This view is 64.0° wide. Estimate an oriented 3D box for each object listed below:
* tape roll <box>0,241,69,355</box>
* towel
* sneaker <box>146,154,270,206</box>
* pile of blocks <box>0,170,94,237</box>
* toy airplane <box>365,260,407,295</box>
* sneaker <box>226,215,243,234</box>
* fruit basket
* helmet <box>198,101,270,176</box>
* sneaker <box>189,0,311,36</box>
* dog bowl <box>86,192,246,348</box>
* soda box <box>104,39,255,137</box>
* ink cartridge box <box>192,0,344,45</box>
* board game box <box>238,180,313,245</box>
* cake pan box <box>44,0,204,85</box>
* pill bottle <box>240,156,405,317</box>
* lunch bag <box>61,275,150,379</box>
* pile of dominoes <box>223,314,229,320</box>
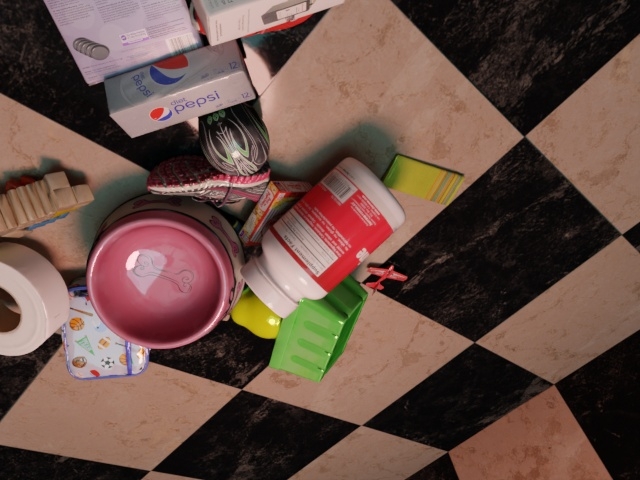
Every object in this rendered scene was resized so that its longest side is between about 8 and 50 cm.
[{"bbox_3d":[-0.801,0.152,1.312,0.285,0.100,0.287,3,112,7],"label":"tape roll"},{"bbox_3d":[0.291,-0.171,1.449,0.237,0.021,0.102,13,120,-24],"label":"towel"},{"bbox_3d":[-0.272,-0.135,1.262,0.298,0.121,0.112,-3,134,-14],"label":"sneaker"},{"bbox_3d":[-0.727,-0.079,1.221,0.361,0.149,0.113,-22,90,-7],"label":"pile of blocks"},{"bbox_3d":[0.206,0.122,1.676,0.151,0.028,0.151,-6,131,-7],"label":"toy airplane"},{"bbox_3d":[-0.310,0.004,1.408,0.209,0.069,0.082,-18,133,1],"label":"sneaker"},{"bbox_3d":[-0.087,0.219,1.582,0.391,0.283,0.393,16,124,26],"label":"fruit basket"},{"bbox_3d":[-0.194,-0.228,1.165,0.169,0.162,0.169,-23,171,-4],"label":"helmet"},{"bbox_3d":[-0.114,-0.446,1.012,0.278,0.118,0.107,-22,134,-18],"label":"sneaker"},{"bbox_3d":[-0.396,0.090,1.297,0.407,0.150,0.409,-1,106,-4],"label":"dog bowl"},{"bbox_3d":[-0.288,-0.314,1.060,0.286,0.091,0.098,-18,161,3],"label":"soda box"},{"bbox_3d":[-0.104,-0.492,0.896,0.272,0.115,0.199,-23,90,-10],"label":"ink cartridge box"},{"bbox_3d":[-0.115,-0.073,1.367,0.146,0.045,0.194,-7,141,-49],"label":"board game box"},{"bbox_3d":[-0.379,-0.456,0.987,0.266,0.070,0.246,-16,135,0],"label":"cake pan box"},{"bbox_3d":[0.000,0.000,1.313,0.407,0.229,0.229,-43,130,1],"label":"pill bottle"},{"bbox_3d":[-0.597,0.240,1.455,0.242,0.115,0.304,0,106,-11],"label":"lunch bag"},{"bbox_3d":[-0.384,0.188,1.571,0.195,0.040,0.251,-5,132,-10],"label":"pile of dominoes"}]
